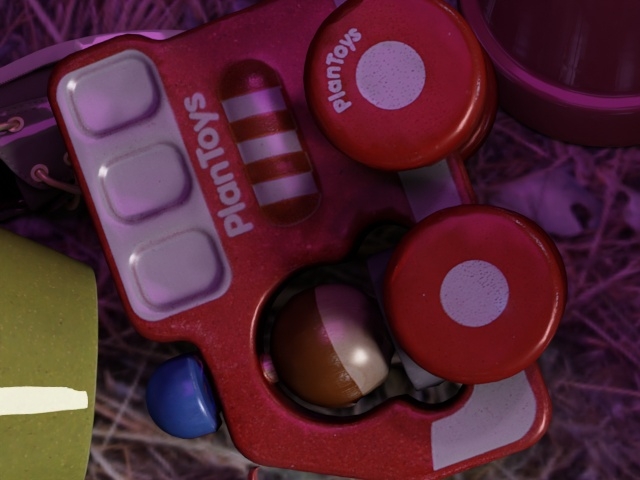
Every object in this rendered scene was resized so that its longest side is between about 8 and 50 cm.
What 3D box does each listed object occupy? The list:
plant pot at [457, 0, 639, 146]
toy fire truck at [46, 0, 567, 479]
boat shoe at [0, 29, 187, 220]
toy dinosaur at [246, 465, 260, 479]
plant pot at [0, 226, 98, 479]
[{"bbox_3d":[0.184,-0.186,1.224,0.201,0.180,0.201,-2,66,4],"label":"plant pot"},{"bbox_3d":[0.000,0.000,1.136,0.254,0.169,0.302,-20,88,8],"label":"toy fire truck"},{"bbox_3d":[-0.190,-0.056,1.230,0.305,0.109,0.091,-13,66,4],"label":"boat shoe"},{"bbox_3d":[-0.009,0.185,1.128,0.047,0.090,0.082,-48,38,-1],"label":"toy dinosaur"},{"bbox_3d":[-0.280,0.073,1.113,0.293,0.275,0.275,4,64,-13],"label":"plant pot"}]
